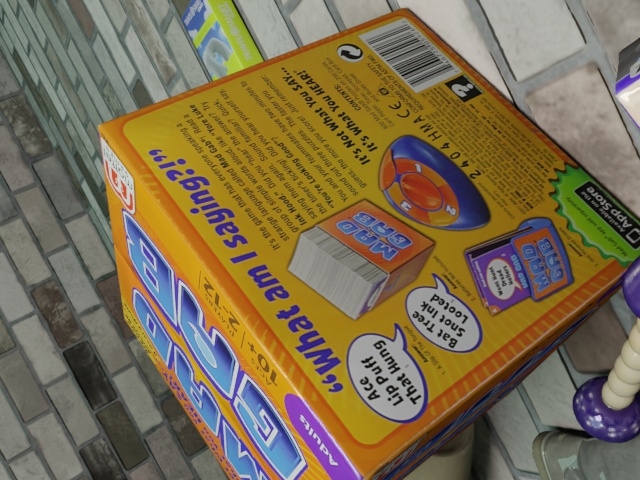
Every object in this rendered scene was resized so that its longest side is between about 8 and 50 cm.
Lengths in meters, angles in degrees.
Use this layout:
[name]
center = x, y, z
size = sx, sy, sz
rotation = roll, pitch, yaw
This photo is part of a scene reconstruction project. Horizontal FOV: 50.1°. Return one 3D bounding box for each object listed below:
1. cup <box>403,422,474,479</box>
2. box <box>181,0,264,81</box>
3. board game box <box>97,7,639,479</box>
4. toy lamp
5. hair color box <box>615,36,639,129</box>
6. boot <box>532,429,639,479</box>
[cup]
center = 0.078, 0.289, 0.956
size = 0.331, 0.331, 0.237
rotation = 49, 129, 23
[box]
center = -0.150, -0.304, 1.034
size = 0.178, 0.042, 0.109
rotation = 62, 152, -3
[board game box]
center = 0.028, 0.051, 0.719
size = 0.356, 0.356, 0.356
rotation = 50, 151, 21
[toy lamp]
center = 0.283, 0.088, 0.590
size = 0.080, 0.080, 0.275
rotation = 42, 158, 33
[hair color box]
center = 0.315, -0.003, 0.308
size = 0.185, 0.110, 0.339
rotation = -38, 94, 34
[boot]
center = 0.341, 0.281, 0.731
size = 0.208, 0.076, 0.190
rotation = -25, 95, 56
